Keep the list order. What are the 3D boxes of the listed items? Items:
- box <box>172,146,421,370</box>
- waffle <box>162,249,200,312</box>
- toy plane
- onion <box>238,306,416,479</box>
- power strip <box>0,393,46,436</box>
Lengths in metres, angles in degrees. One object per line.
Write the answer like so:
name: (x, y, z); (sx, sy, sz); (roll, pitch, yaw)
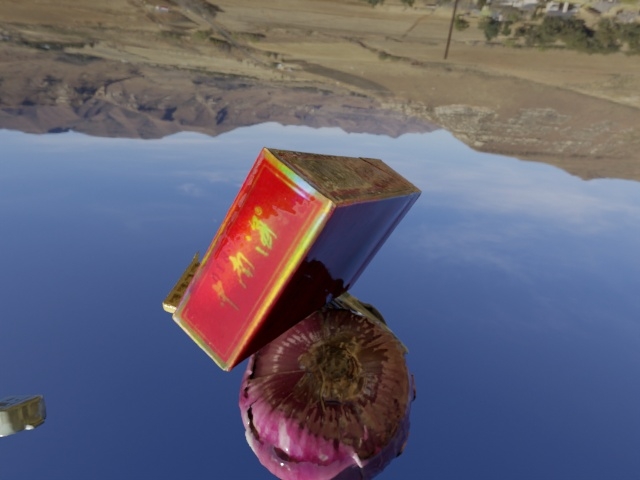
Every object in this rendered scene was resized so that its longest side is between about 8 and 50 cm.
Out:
box: (-0.001, 0.001, 0.490); (0.089, 0.198, 0.313); (39, -158, 16)
waffle: (-0.285, 0.105, 0.997); (0.125, 0.032, 0.191); (13, -137, 9)
toy plane: (0.044, 0.124, 0.747); (0.262, 0.088, 0.192); (48, -178, 19)
onion: (0.009, 0.207, 0.537); (0.229, 0.164, 0.230); (2, -140, -2)
power strip: (-0.565, 0.290, 0.677); (0.285, 0.048, 0.080); (-9, -179, 21)
